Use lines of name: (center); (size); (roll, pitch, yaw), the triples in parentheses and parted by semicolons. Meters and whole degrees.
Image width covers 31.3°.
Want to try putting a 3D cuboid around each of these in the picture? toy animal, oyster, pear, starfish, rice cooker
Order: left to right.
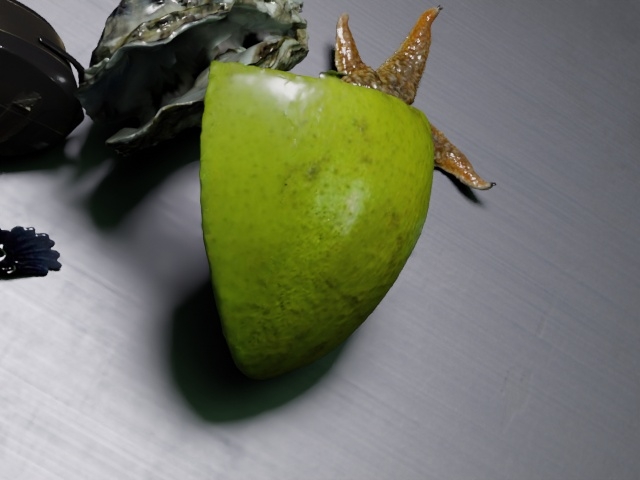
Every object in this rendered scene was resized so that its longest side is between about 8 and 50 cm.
toy animal: (-0.295, -0.001, 0.868); (0.220, 0.108, 0.062); (-2, 40, -36)
rice cooker: (-0.267, -0.137, 0.920); (0.165, 0.112, 0.106); (21, 36, -56)
oyster: (-0.100, -0.170, 0.989); (0.162, 0.158, 0.351); (-5, 26, 16)
pear: (0.005, 0.001, 0.909); (0.139, 0.288, 0.239); (13, 89, 18)
starfish: (0.088, -0.117, 1.136); (0.138, 0.050, 0.247); (-7, 76, -29)
